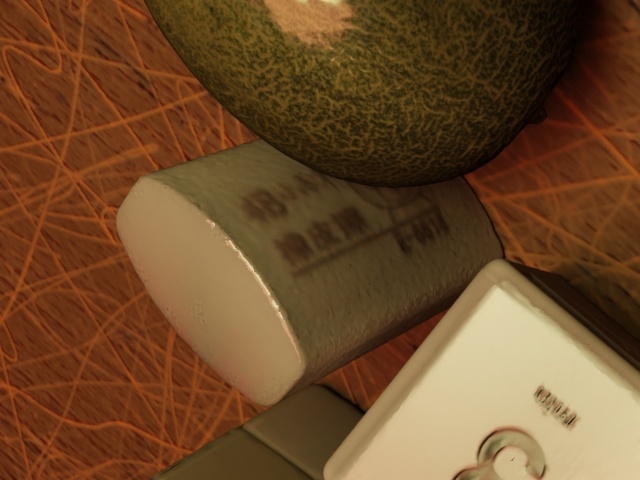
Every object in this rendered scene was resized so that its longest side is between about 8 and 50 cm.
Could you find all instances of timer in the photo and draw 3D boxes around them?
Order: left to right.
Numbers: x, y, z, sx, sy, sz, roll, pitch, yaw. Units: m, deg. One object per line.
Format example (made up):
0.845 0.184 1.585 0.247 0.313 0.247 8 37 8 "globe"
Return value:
0.151 0.147 1.073 0.192 0.194 0.195 41 100 18 "timer"

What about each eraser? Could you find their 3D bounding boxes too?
0.000 0.000 1.122 0.174 0.270 0.095 49 128 14 "eraser"

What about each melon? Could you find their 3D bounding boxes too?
0.018 -0.178 1.060 0.329 0.248 0.248 36 123 4 "melon"

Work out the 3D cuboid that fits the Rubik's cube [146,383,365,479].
-0.016 0.377 1.206 0.346 0.347 0.344 34 121 24 "Rubik's cube"
